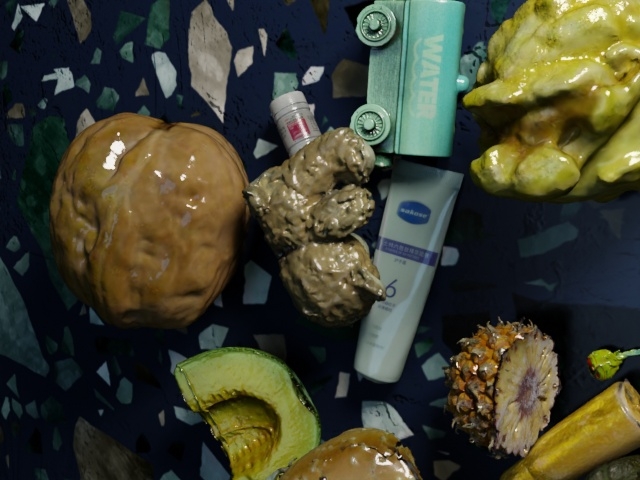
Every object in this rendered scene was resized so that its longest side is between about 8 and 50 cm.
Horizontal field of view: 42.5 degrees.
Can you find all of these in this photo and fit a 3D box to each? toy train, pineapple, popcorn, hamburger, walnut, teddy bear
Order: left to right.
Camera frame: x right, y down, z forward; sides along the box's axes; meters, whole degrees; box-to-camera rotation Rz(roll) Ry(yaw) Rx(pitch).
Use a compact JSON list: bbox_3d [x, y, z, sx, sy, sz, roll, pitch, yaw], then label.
[{"bbox_3d":[-0.262,-0.020,1.273,0.306,0.306,0.344,22,113,30],"label":"walnut"},{"bbox_3d":[0.000,0.000,1.151,0.256,0.156,0.267,62,149,0],"label":"teddy bear"},{"bbox_3d":[0.047,0.430,1.118,0.277,0.195,0.318,-26,83,2],"label":"hamburger"},{"bbox_3d":[0.123,-0.218,1.123,0.159,0.101,0.248,7,99,17],"label":"toy train"},{"bbox_3d":[0.210,0.180,1.057,0.137,0.161,0.176,6,82,44],"label":"pineapple"},{"bbox_3d":[0.283,-0.167,0.931,0.235,0.242,0.250,-3,89,36],"label":"popcorn"}]

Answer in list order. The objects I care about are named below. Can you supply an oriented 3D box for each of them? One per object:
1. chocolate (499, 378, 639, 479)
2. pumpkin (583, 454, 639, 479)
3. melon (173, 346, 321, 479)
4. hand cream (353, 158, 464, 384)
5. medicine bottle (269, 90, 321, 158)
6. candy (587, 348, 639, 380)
[{"bbox_3d":[0.313,0.263,1.038,0.219,0.086,0.085,-42,72,29],"label":"chocolate"},{"bbox_3d":[0.387,0.359,0.949,0.224,0.157,0.223,3,96,27],"label":"pumpkin"},{"bbox_3d":[-0.088,0.270,1.285,0.169,0.129,0.265,-30,84,6],"label":"melon"},{"bbox_3d":[0.116,0.050,1.176,0.109,0.067,0.320,18,96,32],"label":"hand cream"},{"bbox_3d":[-0.035,-0.172,1.242,0.058,0.058,0.091,-29,78,32],"label":"medicine bottle"},{"bbox_3d":[0.387,0.139,1.012,0.123,0.035,0.035,-25,124,23],"label":"candy"}]
